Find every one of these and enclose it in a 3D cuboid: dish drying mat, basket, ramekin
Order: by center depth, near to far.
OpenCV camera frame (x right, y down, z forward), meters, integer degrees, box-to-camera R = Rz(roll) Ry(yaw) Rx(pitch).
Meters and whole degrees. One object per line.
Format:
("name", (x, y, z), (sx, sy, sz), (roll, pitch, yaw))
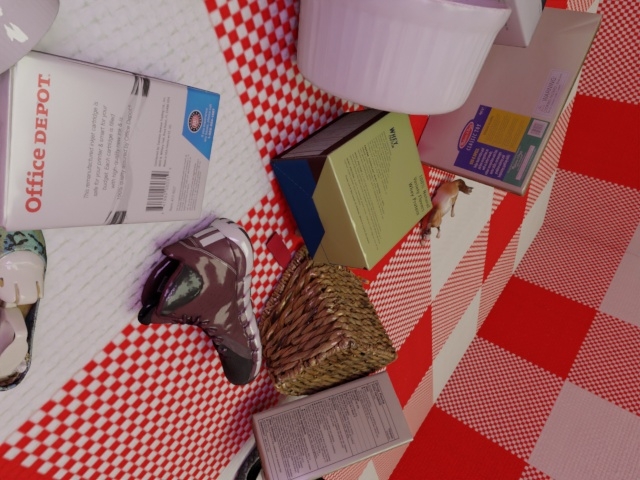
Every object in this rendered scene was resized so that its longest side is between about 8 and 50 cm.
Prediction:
("ramekin", (0.098, -0.278, 0.614), (0.277, 0.277, 0.135), (-29, 142, -43))
("dish drying mat", (-0.074, 0.018, 0.807), (0.032, 0.008, 0.083), (-54, 146, -19))
("basket", (-0.008, 0.182, 0.936), (0.213, 0.223, 0.299), (-33, 151, 14))

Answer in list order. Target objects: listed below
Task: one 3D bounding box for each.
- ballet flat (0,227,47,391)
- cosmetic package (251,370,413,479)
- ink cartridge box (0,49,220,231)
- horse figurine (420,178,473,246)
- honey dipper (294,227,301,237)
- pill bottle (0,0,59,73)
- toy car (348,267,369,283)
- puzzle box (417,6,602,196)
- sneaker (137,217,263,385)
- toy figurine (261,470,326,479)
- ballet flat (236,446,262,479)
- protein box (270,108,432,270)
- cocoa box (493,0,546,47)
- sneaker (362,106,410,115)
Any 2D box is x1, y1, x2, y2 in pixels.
("ballet flat", (-0.306, 0.065, 0.447), (0.070, 0.070, 0.189), (-4, 115, -55))
("cosmetic package", (0.017, 0.397, 0.931), (0.296, 0.153, 0.129), (-12, 153, -16))
("ink cartridge box", (-0.214, -0.096, 0.448), (0.203, 0.085, 0.148), (-7, 117, -53))
("horse figurine", (0.357, -0.092, 1.312), (0.263, 0.066, 0.174), (-52, 152, -15))
("honey dipper", (0.000, 0.000, 0.885), (0.160, 0.030, 0.031), (24, 91, -56))
("pill bottle", (-0.275, -0.206, 0.250), (0.121, 0.121, 0.221), (-56, 148, -13))
("toy car", (0.104, 0.061, 1.066), (0.060, 0.040, 0.122), (-58, 147, -11))
("puzzle box", (0.416, -0.334, 1.036), (0.052, 0.272, 0.409), (12, 102, -62))
("sneaker", (-0.179, 0.115, 0.650), (0.162, 0.106, 0.282), (-22, 119, -41))
("toy figurine", (-0.026, 0.542, 1.124), (0.210, 0.148, 0.213), (-63, 147, -14))
("ballet flat", (-0.137, 0.501, 1.009), (0.173, 0.049, 0.057), (-58, 147, -11))
("protein box", (0.060, -0.093, 0.755), (0.201, 0.136, 0.200), (-40, 121, -33))
("cocoa box", (0.226, -0.494, 0.679), (0.347, 0.231, 0.228), (14, 98, -58))
("sneaker", (0.107, -0.268, 0.826), (0.086, 0.064, 0.192), (-59, 143, -7))
